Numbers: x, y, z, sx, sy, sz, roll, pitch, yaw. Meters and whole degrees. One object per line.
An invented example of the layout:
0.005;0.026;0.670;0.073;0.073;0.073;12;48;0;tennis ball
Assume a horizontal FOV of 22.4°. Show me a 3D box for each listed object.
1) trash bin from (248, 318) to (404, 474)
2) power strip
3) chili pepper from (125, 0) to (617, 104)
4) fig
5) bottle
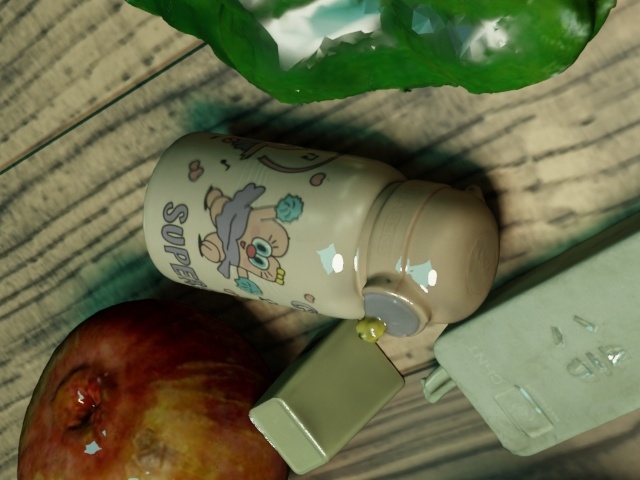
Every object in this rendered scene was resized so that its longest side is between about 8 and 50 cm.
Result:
0.004;0.100;1.032;0.061;0.092;0.043;52;134;-5;trash bin
0.154;0.051;0.914;0.093;0.053;0.288;51;135;-5;power strip
-0.028;-0.166;0.817;0.385;0.167;0.213;8;122;34;chili pepper
-0.102;0.143;1.088;0.205;0.205;0.205;19;130;25;fig
0.000;0.000;0.951;0.209;0.110;0.097;11;143;32;bottle
